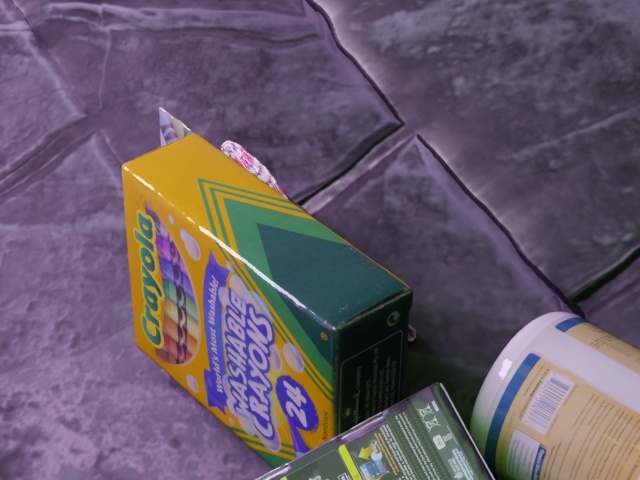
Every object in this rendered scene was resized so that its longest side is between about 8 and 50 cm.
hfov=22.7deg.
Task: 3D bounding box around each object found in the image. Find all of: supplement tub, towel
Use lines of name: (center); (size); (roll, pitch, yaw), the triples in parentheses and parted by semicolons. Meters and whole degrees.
supplement tub: (0.228, 0.156, 1.201); (0.200, 0.144, 0.144); (30, 74, 31)
towel: (0.000, 0.000, 1.375); (0.029, 0.144, 0.197); (-42, 55, 1)

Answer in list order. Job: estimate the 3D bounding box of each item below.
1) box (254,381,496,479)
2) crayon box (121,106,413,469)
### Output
box: (0.057, 0.268, 1.139); (0.216, 0.060, 0.270); (-29, 65, 2)
crayon box: (-0.065, 0.053, 1.314); (0.083, 0.203, 0.323); (-27, 45, -30)
